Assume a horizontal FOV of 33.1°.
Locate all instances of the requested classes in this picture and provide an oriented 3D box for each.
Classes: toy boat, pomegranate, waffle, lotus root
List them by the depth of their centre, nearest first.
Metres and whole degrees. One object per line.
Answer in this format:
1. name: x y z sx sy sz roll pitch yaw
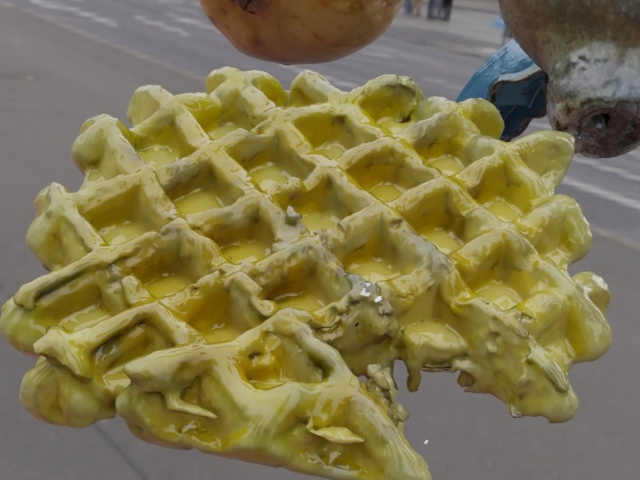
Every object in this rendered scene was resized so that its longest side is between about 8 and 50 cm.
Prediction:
1. waffle: 0.000 0.002 0.486 0.261 0.056 0.250 8 43 8
2. lotus root: 0.196 -0.205 0.648 0.175 0.175 0.349 13 55 17
3. toy boat: 0.168 -0.110 0.970 0.075 0.185 0.077 -4 54 -30
4. pomegranate: -0.024 -0.301 1.177 0.248 0.248 0.248 8 15 -2
